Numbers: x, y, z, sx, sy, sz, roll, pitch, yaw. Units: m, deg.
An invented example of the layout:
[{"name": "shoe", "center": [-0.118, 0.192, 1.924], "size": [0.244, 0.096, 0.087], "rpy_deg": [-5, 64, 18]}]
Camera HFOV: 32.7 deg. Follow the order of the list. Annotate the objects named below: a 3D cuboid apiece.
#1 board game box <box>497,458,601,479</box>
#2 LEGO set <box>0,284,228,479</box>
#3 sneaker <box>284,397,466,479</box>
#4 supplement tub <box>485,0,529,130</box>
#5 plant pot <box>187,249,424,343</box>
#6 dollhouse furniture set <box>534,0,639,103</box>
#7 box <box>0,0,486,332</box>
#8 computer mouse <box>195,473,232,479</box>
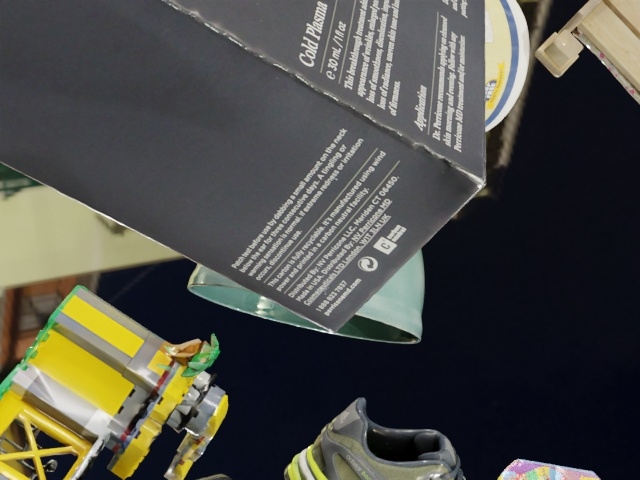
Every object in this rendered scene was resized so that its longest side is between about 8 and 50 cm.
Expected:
[{"name": "board game box", "center": [0.285, 0.328, 1.292], "size": [0.033, 0.168, 0.133], "rpy_deg": [120, -21, -62]}, {"name": "LEGO set", "center": [-0.115, 0.205, 0.489], "size": [0.192, 0.255, 0.331], "rpy_deg": [34, -61, -3]}, {"name": "sneaker", "center": [0.118, 0.265, 1.095], "size": [0.121, 0.300, 0.111], "rpy_deg": [-59, -169, 20]}, {"name": "supplement tub", "center": [0.091, -0.247, 1.430], "size": [0.228, 0.316, 0.228], "rpy_deg": [7, -81, 53]}, {"name": "plant pot", "center": [0.000, 0.000, 1.354], "size": [0.293, 0.293, 0.196], "rpy_deg": [-4, -110, 57]}, {"name": "dollhouse furniture set", "center": [0.471, -0.219, 1.541], "size": [0.303, 0.355, 0.174], "rpy_deg": [47, -29, 1]}, {"name": "box", "center": [-0.056, -0.165, 0.790], "size": [0.179, 0.312, 0.343], "rpy_deg": [-47, -159, 38]}, {"name": "computer mouse", "center": [-0.183, 0.319, 1.208], "size": [0.188, 0.272, 0.072], "rpy_deg": [-26, -104, 20]}]
